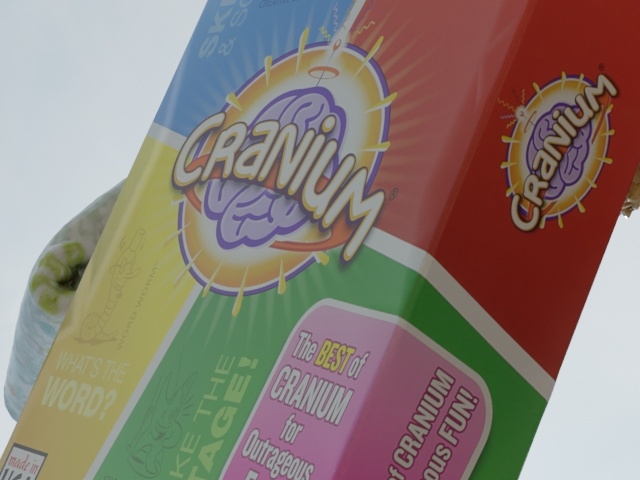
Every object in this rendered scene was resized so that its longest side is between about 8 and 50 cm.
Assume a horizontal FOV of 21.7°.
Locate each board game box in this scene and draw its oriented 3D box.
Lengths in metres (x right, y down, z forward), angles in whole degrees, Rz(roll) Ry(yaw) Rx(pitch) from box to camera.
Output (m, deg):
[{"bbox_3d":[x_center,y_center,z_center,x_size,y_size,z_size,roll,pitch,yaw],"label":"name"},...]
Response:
[{"bbox_3d":[0.000,0.000,0.604,0.064,0.242,0.316,30,-105,-28],"label":"board game box"}]

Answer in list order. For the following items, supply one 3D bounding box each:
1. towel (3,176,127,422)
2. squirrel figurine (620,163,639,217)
[{"bbox_3d":[-0.108,-0.005,1.411,0.374,0.320,0.090,-39,-101,-24],"label":"towel"},{"bbox_3d":[0.185,-0.202,0.806,0.281,0.370,0.397,-14,-54,-8],"label":"squirrel figurine"}]
